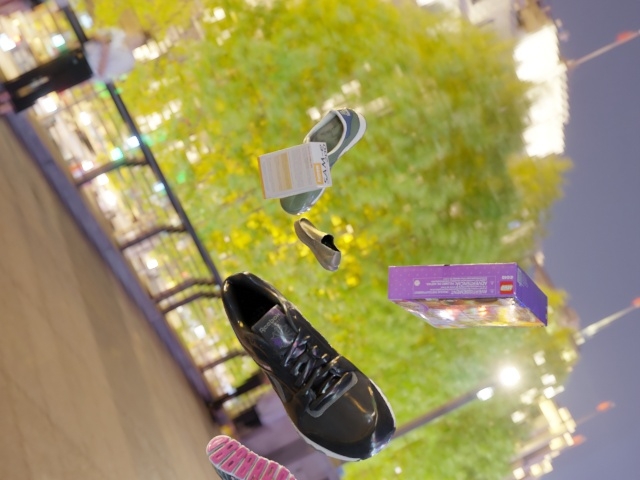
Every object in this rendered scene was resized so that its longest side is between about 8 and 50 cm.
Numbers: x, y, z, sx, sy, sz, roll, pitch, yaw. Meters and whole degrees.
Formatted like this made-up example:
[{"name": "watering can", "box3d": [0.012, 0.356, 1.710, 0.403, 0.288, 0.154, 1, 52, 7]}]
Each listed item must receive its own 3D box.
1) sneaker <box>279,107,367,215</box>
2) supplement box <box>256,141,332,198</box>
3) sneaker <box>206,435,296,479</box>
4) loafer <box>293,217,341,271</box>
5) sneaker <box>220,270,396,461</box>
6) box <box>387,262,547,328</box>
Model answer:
[{"name": "sneaker", "box3d": [-0.011, -0.126, 1.632, 0.064, 0.192, 0.086, 41, 10, 22]}, {"name": "supplement box", "box3d": [-0.036, -0.095, 1.459, 0.036, 0.098, 0.062, -6, 86, -52]}, {"name": "sneaker", "box3d": [-0.097, 0.355, 1.595, 0.170, 0.063, 0.075, 33, -22, 5]}, {"name": "loafer", "box3d": [0.000, 0.000, 2.212, 0.056, 0.050, 0.148, 1, 42, -52]}, {"name": "sneaker", "box3d": [-0.031, 0.143, 1.247, 0.283, 0.107, 0.124, 41, -9, 38]}, {"name": "box", "box3d": [0.247, 0.094, 1.737, 0.293, 0.201, 0.057, 32, 59, -65]}]
